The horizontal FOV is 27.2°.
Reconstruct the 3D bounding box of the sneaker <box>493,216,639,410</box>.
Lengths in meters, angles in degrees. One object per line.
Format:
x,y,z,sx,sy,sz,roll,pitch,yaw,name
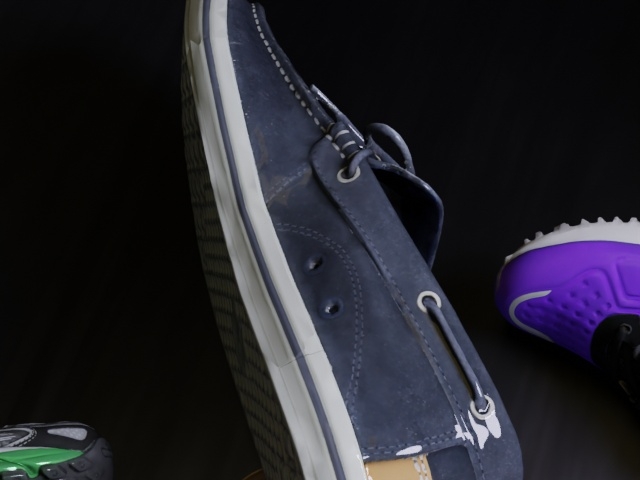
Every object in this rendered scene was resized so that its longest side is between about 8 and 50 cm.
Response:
0.247,0.082,0.864,0.293,0.102,0.146,11,55,18,sneaker

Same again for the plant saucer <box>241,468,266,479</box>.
-0.025,0.188,0.877,0.083,0.015,0.083,-5,51,6,plant saucer

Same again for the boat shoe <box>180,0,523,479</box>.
0.000,0.000,0.925,0.156,0.187,0.500,-11,50,-12,boat shoe

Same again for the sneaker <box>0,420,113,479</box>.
-0.306,0.152,0.875,0.343,0.134,0.146,-6,50,5,sneaker
